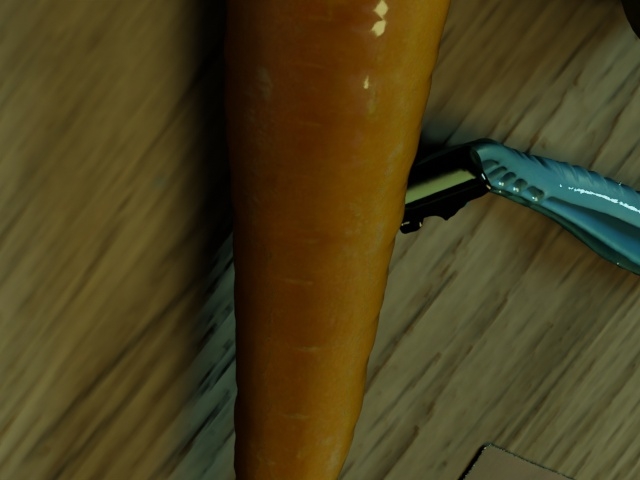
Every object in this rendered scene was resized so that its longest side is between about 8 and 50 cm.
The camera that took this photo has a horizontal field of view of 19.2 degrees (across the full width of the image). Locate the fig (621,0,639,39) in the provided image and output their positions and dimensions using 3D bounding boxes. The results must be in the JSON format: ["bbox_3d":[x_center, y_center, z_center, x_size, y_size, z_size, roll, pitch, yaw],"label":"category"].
[{"bbox_3d":[0.168,-0.098,0.629,0.144,0.166,0.154,-25,113,20],"label":"fig"}]

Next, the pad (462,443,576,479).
[{"bbox_3d":[0.050,0.179,0.845,0.113,0.006,0.188,28,98,-50],"label":"pad"}]

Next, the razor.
[{"bbox_3d":[0.097,-0.009,0.717,0.082,0.042,0.253,-23,158,37],"label":"razor"}]

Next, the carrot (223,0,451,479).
[{"bbox_3d":[0.000,0.000,0.600,0.069,0.069,0.336,-19,128,-33],"label":"carrot"}]
